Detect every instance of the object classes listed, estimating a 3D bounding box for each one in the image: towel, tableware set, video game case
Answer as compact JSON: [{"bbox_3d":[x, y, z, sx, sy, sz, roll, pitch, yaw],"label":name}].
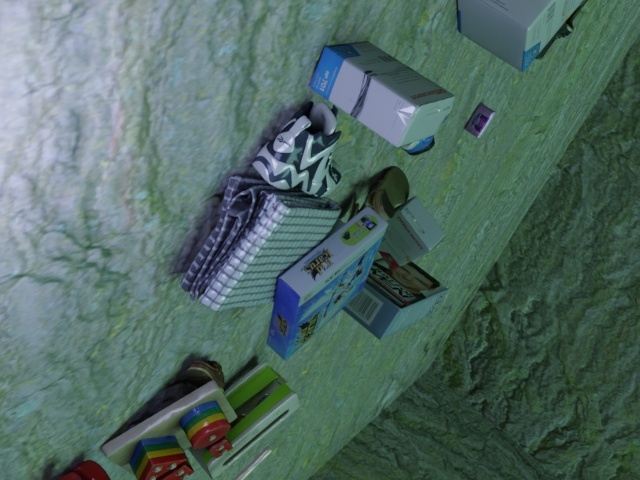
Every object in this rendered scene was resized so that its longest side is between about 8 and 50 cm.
[{"bbox_3d":[-0.105,0.003,1.328,0.235,0.121,0.283,-55,161,16],"label":"towel"},{"bbox_3d":[0.051,-0.015,1.718,0.128,0.039,0.194,-71,-173,-48],"label":"tableware set"},{"bbox_3d":[0.009,0.090,1.482,0.244,0.061,0.269,-38,160,-29],"label":"video game case"}]

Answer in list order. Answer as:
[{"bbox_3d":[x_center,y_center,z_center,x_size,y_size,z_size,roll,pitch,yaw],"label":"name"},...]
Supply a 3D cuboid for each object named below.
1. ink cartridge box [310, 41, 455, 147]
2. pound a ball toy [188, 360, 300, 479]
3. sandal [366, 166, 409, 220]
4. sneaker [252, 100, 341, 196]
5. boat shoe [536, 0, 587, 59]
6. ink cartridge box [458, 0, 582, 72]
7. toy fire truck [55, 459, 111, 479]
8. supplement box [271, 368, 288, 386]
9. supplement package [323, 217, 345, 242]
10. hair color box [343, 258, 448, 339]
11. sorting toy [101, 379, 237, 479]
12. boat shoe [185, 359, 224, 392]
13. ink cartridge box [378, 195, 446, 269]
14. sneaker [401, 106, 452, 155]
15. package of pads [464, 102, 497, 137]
[{"bbox_3d":[0.102,-0.243,1.230,0.139,0.190,0.082,-24,147,-51],"label":"ink cartridge box"},{"bbox_3d":[-0.184,0.476,1.801,0.319,0.208,0.136,-38,151,-20],"label":"pound a ball toy"},{"bbox_3d":[0.139,-0.101,1.743,0.079,0.088,0.240,-18,-164,25],"label":"sandal"},{"bbox_3d":[0.000,-0.163,1.291,0.153,0.094,0.235,-50,152,21],"label":"sneaker"},{"bbox_3d":[0.631,-0.568,1.975,0.080,0.073,0.223,-22,145,-53],"label":"boat shoe"},{"bbox_3d":[0.407,-0.496,1.480,0.233,0.168,0.171,-49,161,-5],"label":"ink cartridge box"},{"bbox_3d":[-0.441,0.580,1.398,0.169,0.254,0.302,-26,148,-50],"label":"toy fire truck"},{"bbox_3d":[-0.137,0.378,1.981,0.036,0.062,0.098,-59,159,17],"label":"supplement box"},{"bbox_3d":[0.000,0.000,1.560,0.105,0.105,0.179,-50,159,-3],"label":"supplement package"},{"bbox_3d":[0.202,0.151,2.136,0.114,0.185,0.374,-59,159,19],"label":"hair color box"},{"bbox_3d":[-0.296,0.434,1.604,0.257,0.089,0.255,-30,155,-11],"label":"sorting toy"},{"bbox_3d":[-0.244,0.284,1.610,0.178,0.064,0.060,76,23,-63],"label":"boat shoe"},{"bbox_3d":[0.205,-0.016,1.845,0.072,0.127,0.175,-39,-176,-32],"label":"ink cartridge box"},{"bbox_3d":[0.244,-0.256,1.704,0.152,0.058,0.084,-48,155,4],"label":"sneaker"},{"bbox_3d":[0.427,-0.319,2.003,0.032,0.050,0.083,-12,136,-60],"label":"package of pads"}]
